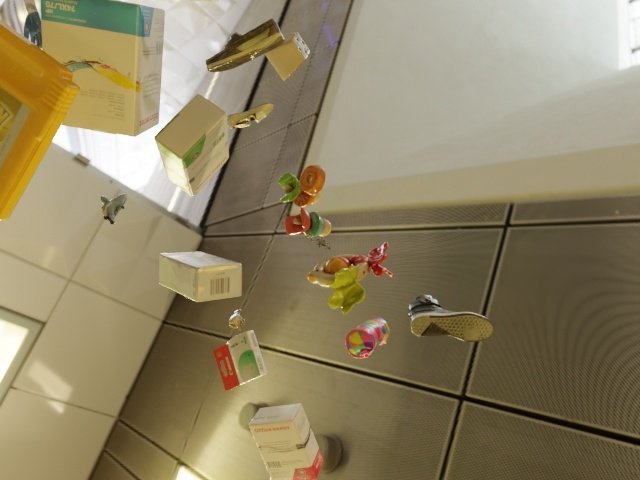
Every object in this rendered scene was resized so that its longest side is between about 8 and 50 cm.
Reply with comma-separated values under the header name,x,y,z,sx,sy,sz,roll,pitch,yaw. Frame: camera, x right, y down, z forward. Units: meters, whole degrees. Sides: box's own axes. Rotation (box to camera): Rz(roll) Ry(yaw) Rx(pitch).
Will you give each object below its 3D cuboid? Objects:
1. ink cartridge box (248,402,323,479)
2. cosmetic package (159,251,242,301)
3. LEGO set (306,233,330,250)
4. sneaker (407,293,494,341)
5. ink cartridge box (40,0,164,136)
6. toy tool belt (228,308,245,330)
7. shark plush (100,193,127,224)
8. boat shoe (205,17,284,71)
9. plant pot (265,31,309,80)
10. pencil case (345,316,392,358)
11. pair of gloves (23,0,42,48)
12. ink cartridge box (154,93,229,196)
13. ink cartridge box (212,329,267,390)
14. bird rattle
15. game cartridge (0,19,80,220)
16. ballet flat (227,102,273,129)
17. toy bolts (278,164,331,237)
name,x,y,z,sx,sy,sz,roll,pitch,yaw
ink cartridge box,-0.114,0.682,1.688,0.172,0.237,0.100,-14,-166,21
cosmetic package,-0.295,0.081,1.210,0.231,0.117,0.085,12,-78,50
LEGO set,-0.001,0.000,1.479,0.023,0.083,0.054,-57,-161,20
sneaker,0.357,0.213,1.405,0.163,0.226,0.086,-81,177,-77
ink cartridge box,-0.474,-0.391,1.113,0.198,0.197,0.270,-95,-166,-68
toy tool belt,-0.274,0.267,1.664,0.052,0.051,0.083,-31,-170,9
shark plush,-0.611,-0.097,1.476,0.067,0.073,0.161,-20,-159,-6
boat shoe,-0.205,-0.511,1.313,0.224,0.073,0.080,-18,-172,14
plant pot,-0.099,-0.601,1.603,0.096,0.109,0.109,-20,-144,30
pencil case,0.159,0.314,1.628,0.105,0.236,0.104,1,-89,23
pair of gloves,-0.820,-0.649,1.487,0.198,0.023,0.159,5,-74,25
ink cartridge box,-0.312,-0.229,1.246,0.160,0.093,0.219,-53,176,-20
ink cartridge box,-0.333,0.478,1.973,0.225,0.056,0.180,-28,-107,22
bird rattle,0.080,0.079,1.457,0.207,0.143,0.253,8,-142,36
game cartridge,-0.640,-0.246,0.937,0.323,0.285,0.052,-55,178,13
ballet flat,-0.234,-0.415,1.696,0.168,0.057,0.052,-20,-108,-6
toy bolts,-0.017,-0.124,1.681,0.218,0.159,0.228,-23,-116,41
